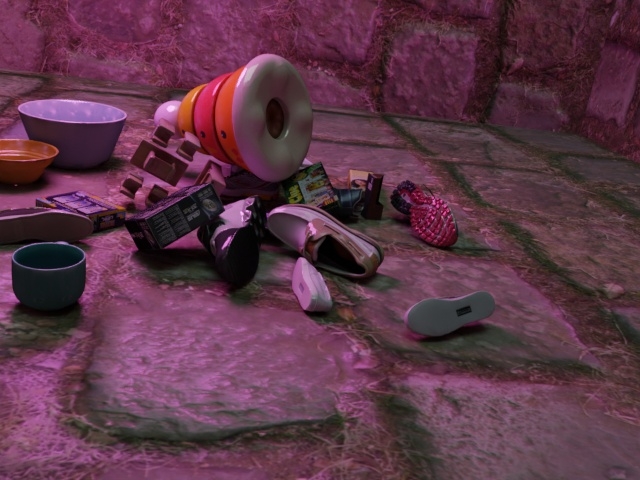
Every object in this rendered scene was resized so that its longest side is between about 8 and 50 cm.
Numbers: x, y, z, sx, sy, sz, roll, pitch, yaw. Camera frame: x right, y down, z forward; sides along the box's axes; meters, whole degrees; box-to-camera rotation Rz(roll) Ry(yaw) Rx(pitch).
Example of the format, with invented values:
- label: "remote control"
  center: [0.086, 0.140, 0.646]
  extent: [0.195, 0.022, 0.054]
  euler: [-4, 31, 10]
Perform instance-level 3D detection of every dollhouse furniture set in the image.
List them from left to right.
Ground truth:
- label: "dollhouse furniture set"
  center: [-0.393, -0.193, 1.887]
  extent: [0.242, 0.212, 0.161]
  euler: [29, 14, -23]

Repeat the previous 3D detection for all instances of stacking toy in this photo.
- label: "stacking toy"
  center: [-0.293, -0.346, 2.027]
  extent: [0.479, 0.351, 0.350]
  euler: [3, 15, 32]

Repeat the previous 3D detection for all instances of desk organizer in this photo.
- label: "desk organizer"
  center: [0.159, -0.129, 2.031]
  extent: [0.050, 0.130, 0.047]
  euler: [2, 21, -21]

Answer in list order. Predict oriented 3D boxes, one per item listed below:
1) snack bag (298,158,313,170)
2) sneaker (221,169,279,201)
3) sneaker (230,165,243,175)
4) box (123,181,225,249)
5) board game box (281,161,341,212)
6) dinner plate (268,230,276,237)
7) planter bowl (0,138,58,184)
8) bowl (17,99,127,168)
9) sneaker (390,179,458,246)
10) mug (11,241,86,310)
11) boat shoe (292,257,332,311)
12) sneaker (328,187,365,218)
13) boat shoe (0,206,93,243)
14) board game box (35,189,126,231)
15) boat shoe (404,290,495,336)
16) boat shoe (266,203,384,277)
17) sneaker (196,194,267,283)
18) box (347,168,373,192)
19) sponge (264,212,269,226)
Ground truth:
- label: "snack bag"
  center: [-0.213, -0.327, 2.277]
  extent: [0.323, 0.037, 0.342]
  euler: [37, 18, 20]
- label: "sneaker"
  center: [-0.232, -0.180, 2.062]
  extent: [0.225, 0.093, 0.088]
  euler: [5, 21, -9]
- label: "sneaker"
  center: [-0.225, -0.273, 2.296]
  extent: [0.129, 0.111, 0.297]
  euler: [13, 22, -4]
- label: "box"
  center: [-0.333, -0.055, 1.577]
  extent: [0.180, 0.078, 0.147]
  euler: [-35, 18, -31]
- label: "board game box"
  center: [-0.033, -0.137, 1.949]
  extent: [0.136, 0.030, 0.260]
  euler: [-24, 32, 2]
- label: "dinner plate"
  center: [-0.067, -0.025, 1.836]
  extent: [0.141, 0.017, 0.141]
  euler: [8, 22, -3]
- label: "planter bowl"
  center: [-0.836, -0.209, 1.905]
  extent: [0.217, 0.090, 0.217]
  euler: [7, 22, -3]
- label: "bowl"
  center: [-0.759, -0.321, 2.125]
  extent: [0.311, 0.163, 0.311]
  euler: [8, 21, -3]
- label: "sneaker"
  center: [0.316, -0.075, 1.987]
  extent: [0.112, 0.121, 0.299]
  euler: [32, 15, -33]
- label: "mug"
  center: [-0.502, 0.069, 1.309]
  extent: [0.129, 0.097, 0.157]
  euler: [17, 22, 23]
- label: "boat shoe"
  center: [-0.015, 0.095, 1.485]
  extent: [0.063, 0.066, 0.184]
  euler: [16, 15, -20]
- label: "sneaker"
  center: [0.044, -0.133, 2.035]
  extent: [0.163, 0.086, 0.226]
  euler: [-4, 32, -4]
- label: "boat shoe"
  center: [-0.632, -0.040, 1.561]
  extent: [0.227, 0.081, 0.069]
  euler: [-2, 27, -19]
- label: "board game box"
  center: [-0.589, -0.070, 1.704]
  extent: [0.170, 0.048, 0.141]
  euler: [21, 22, 30]
- label: "boat shoe"
  center: [0.259, 0.154, 1.435]
  extent: [0.219, 0.078, 0.070]
  euler: [-7, -9, -27]
- label: "boat shoe"
  center: [0.000, 0.000, 1.644]
  extent: [0.302, 0.113, 0.103]
  euler: [20, 26, 14]
- label: "sneaker"
  center: [-0.218, 0.007, 1.586]
  extent: [0.146, 0.123, 0.330]
  euler: [-9, 23, 9]
- label: "box"
  center: [0.132, -0.171, 2.229]
  extent: [0.087, 0.058, 0.232]
  euler: [7, 20, -3]
- label: "sponge"
  center: [-0.177, -0.056, 1.790]
  extent: [0.210, 0.031, 0.117]
  euler: [4, 7, 8]
